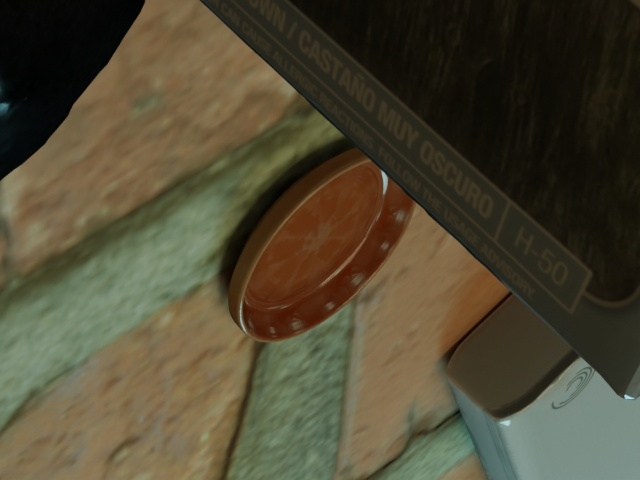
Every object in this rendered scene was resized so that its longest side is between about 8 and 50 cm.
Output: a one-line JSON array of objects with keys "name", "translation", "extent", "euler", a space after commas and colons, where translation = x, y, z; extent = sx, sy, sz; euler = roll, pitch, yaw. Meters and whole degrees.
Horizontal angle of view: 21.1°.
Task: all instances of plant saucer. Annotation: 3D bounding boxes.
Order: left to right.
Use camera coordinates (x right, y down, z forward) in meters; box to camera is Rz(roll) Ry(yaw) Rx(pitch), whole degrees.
[{"name": "plant saucer", "translation": [0.000, 0.000, 0.602], "extent": [0.083, 0.013, 0.083], "euler": [-34, 151, -22]}]

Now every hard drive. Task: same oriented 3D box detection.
[{"name": "hard drive", "translation": [0.187, 0.066, 0.927], "extent": [0.233, 0.047, 0.353], "euler": [-43, 152, -9]}]

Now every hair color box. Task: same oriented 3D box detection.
[{"name": "hair color box", "translation": [0.150, -0.124, 0.460], "extent": [0.374, 0.185, 0.113], "euler": [-25, 148, -37]}]

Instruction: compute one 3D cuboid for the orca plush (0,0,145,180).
[{"name": "orca plush", "translation": [-0.093, 0.011, 0.279], "extent": [0.151, 0.102, 0.287], "euler": [-36, -168, 31]}]
